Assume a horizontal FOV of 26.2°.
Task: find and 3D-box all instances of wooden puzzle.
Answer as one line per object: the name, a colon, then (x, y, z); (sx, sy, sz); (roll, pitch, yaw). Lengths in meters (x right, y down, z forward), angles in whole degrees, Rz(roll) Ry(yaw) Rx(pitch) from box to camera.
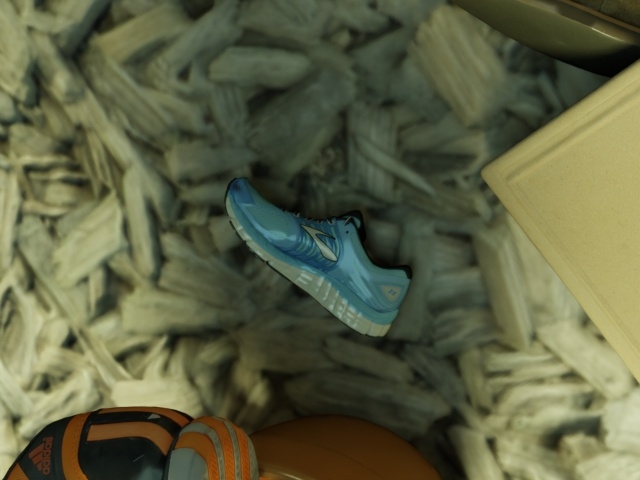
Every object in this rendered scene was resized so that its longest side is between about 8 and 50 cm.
wooden puzzle: (0.234, -0.003, 0.894); (0.221, 0.044, 0.238); (53, 149, -1)

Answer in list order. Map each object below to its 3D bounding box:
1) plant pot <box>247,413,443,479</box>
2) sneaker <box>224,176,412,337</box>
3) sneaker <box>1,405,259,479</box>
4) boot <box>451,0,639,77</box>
plant pot: (-0.012, 0.257, 1.023); (0.290, 0.203, 0.291); (6, 108, 19)
sneaker: (0.000, 0.000, 1.034); (0.162, 0.063, 0.073); (37, 96, 2)
sneaker: (-0.130, 0.262, 0.903); (0.180, 0.124, 0.321); (2, 95, 24)
boot: (0.225, -0.160, 0.888); (0.305, 0.112, 0.115); (16, 90, 11)
